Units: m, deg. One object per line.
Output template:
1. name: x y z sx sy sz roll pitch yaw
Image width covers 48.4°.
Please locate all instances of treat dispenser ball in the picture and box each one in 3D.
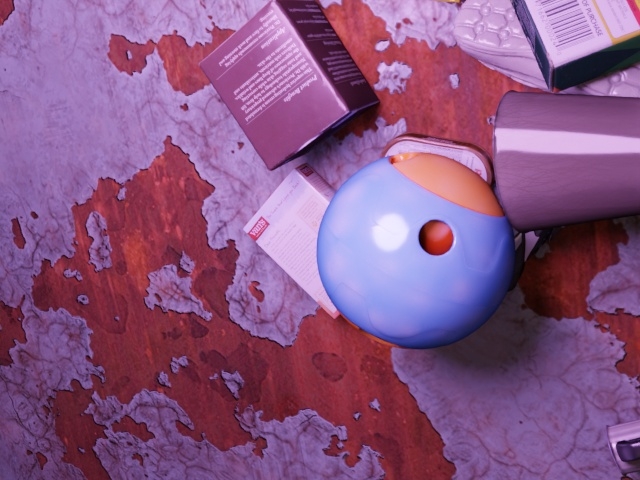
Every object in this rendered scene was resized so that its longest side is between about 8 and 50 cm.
1. treat dispenser ball: 0.138 0.015 1.043 0.288 0.288 0.288 7 109 19

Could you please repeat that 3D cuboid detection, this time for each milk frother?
1. milk frother: 0.521 0.284 1.131 0.134 0.129 0.143 -23 54 26

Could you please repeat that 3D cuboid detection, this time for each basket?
1. basket: 0.363 -0.104 0.922 0.226 0.154 0.204 3 117 40

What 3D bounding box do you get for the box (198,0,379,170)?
1. box: -0.046 -0.251 1.130 0.168 0.167 0.203 -32 94 26

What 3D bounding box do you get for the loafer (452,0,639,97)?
1. loafer: 0.341 -0.260 0.995 0.319 0.111 0.112 28 95 22

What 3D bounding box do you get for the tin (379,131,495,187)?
1. tin: 0.186 -0.113 1.158 0.189 0.040 0.106 12 115 17

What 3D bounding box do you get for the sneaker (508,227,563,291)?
1. sneaker: 0.333 -0.022 1.105 0.106 0.078 0.234 14 109 20

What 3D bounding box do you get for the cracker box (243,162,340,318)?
1. cracker box: 0.000 0.000 1.249 0.232 0.067 0.156 44 116 2

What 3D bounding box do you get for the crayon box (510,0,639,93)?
1. crayon box: 0.406 -0.338 0.887 0.318 0.081 0.202 -19 70 11

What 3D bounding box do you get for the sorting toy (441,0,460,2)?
1. sorting toy: 0.279 -0.424 1.013 0.274 0.046 0.132 -14 101 24
